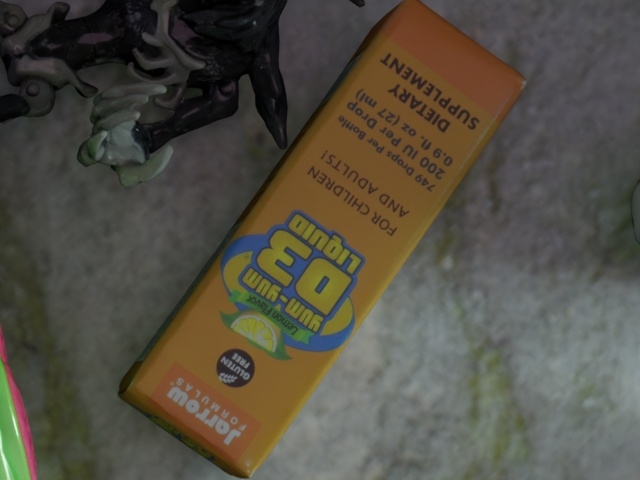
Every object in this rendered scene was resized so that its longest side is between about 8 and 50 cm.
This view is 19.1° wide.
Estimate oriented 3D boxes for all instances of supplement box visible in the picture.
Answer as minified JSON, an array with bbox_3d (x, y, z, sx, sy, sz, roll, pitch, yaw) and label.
[{"bbox_3d":[0.000,0.000,0.910,0.078,0.080,0.233,35,83,-5],"label":"supplement box"}]

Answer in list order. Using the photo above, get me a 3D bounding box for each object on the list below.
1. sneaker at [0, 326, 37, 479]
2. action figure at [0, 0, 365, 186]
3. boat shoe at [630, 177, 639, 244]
[{"bbox_3d":[-0.229,0.029,0.727,0.202,0.185,0.483,-15,129,-10],"label":"sneaker"},{"bbox_3d":[-0.109,-0.097,0.864,0.275,0.141,0.164,-20,89,-9],"label":"action figure"},{"bbox_3d":[0.307,-0.030,0.967,0.335,0.121,0.119,6,77,-22],"label":"boat shoe"}]
